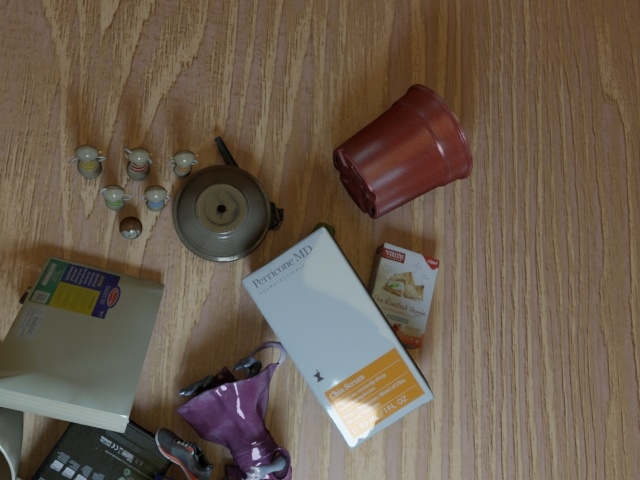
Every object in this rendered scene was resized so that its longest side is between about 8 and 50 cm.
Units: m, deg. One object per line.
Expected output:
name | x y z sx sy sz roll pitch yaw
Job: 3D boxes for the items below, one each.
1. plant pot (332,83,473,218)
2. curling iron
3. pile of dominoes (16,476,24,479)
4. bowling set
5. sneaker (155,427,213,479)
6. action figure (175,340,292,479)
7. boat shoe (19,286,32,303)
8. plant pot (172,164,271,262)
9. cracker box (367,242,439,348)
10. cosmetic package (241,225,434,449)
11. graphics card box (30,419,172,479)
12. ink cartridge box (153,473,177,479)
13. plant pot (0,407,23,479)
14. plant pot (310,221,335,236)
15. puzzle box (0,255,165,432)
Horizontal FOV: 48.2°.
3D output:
plant pot | 0.190 -0.206 1.782 0.265 0.272 0.273 -32 87 -11
curling iron | -0.182 -0.141 1.776 0.068 0.035 0.274 -35 89 -23
pile of dominoes | -0.748 0.528 1.465 0.196 0.040 0.251 39 73 17
bowling set | -0.418 -0.114 1.645 0.286 0.154 0.200 -5 78 -15
sneaker | -0.279 0.440 1.504 0.158 0.061 0.065 38 111 18
action figure | -0.158 0.455 1.595 0.275 0.248 0.370 -35 100 -53
boat shoe | -0.600 0.163 1.591 0.152 0.056 0.049 35 76 5
plant pot | -0.232 -0.069 1.687 0.237 0.110 0.238 1 84 -7
cracker box | 0.196 0.139 1.793 0.155 0.067 0.233 17 73 -10
cosmetic package | 0.040 0.214 1.643 0.230 0.161 0.453 -34 90 2
graphics card box | -0.497 0.546 1.506 0.232 0.094 0.371 33 73 -5
ink cartridge box | -0.268 0.657 1.434 0.269 0.151 0.396 23 97 -8
plant pot | -0.690 0.363 1.393 0.256 0.274 0.257 -2 114 -5
plant pot | 0.000 0.000 1.775 0.083 0.083 0.079 27 60 -7
puzzle box | -0.489 0.198 1.477 0.271 0.052 0.409 15 32 -10
